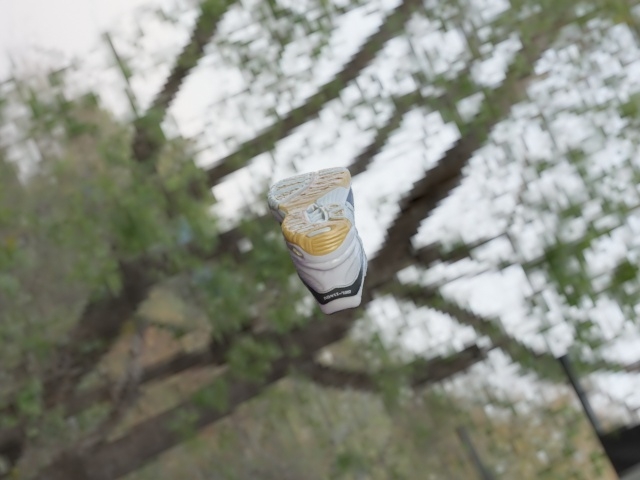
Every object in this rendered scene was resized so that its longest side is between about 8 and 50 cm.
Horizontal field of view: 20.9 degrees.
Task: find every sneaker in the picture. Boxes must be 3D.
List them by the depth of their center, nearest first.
[{"bbox_3d":[0.000,0.000,0.620,0.083,0.032,0.037,-90,164,-68],"label":"sneaker"}]
